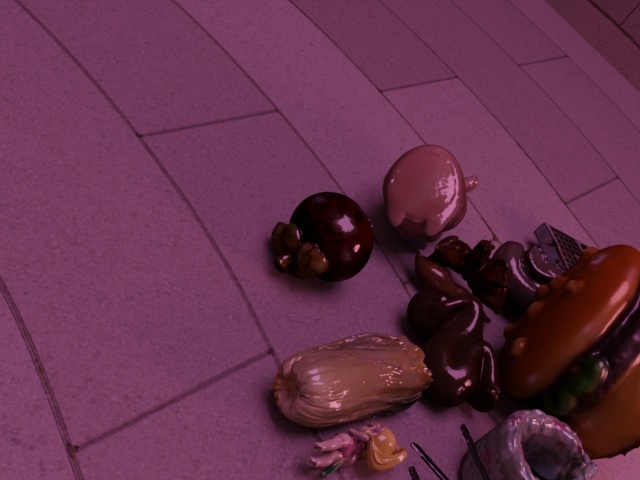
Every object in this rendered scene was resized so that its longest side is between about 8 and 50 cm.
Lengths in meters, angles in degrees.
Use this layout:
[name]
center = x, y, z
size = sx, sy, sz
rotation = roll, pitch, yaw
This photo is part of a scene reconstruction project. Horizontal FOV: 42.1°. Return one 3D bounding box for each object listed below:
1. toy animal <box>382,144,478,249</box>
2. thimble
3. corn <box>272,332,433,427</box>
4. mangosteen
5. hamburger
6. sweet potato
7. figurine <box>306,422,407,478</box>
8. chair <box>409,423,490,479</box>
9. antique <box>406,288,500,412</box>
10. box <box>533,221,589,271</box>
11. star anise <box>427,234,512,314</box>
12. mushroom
[toy animal]
center = 0.232, -0.090, 1.775
size = 0.195, 0.256, 0.212
rotation = 12, 80, 8
[thimble]
center = 0.359, 0.400, 1.419
size = 0.211, 0.149, 0.185
rotation = 16, 41, -26
[corn]
center = 0.059, 0.231, 1.374
size = 0.305, 0.122, 0.123
rotation = -4, 55, -43
[mangosteen]
center = 0.000, 0.000, 1.541
size = 0.200, 0.200, 0.199
rotation = 21, 41, -20
[hamburger]
center = 0.520, 0.192, 1.562
size = 0.277, 0.395, 0.396
rotation = 42, 38, 3
[sweet potato]
center = 0.263, 0.109, 1.711
size = 0.226, 0.068, 0.068
rotation = 43, 37, -9
[figurine]
center = 0.057, 0.330, 1.302
size = 0.187, 0.083, 0.083
rotation = 7, 47, -45
[chair]
center = 0.209, 0.430, 1.261
size = 0.172, 0.158, 0.246
rotation = -5, 53, -44
[antique]
center = 0.234, 0.196, 1.557
size = 0.144, 0.121, 0.256
rotation = 8, 53, -20
[box]
center = 0.627, 0.112, 1.973
size = 0.180, 0.047, 0.324
rotation = 23, 38, -33
[star anise]
center = 0.316, 0.049, 1.716
size = 0.212, 0.111, 0.196
rotation = 46, 4, 36
[mushroom]
center = 0.439, 0.099, 1.802
size = 0.188, 0.141, 0.117
rotation = 41, 60, 9
